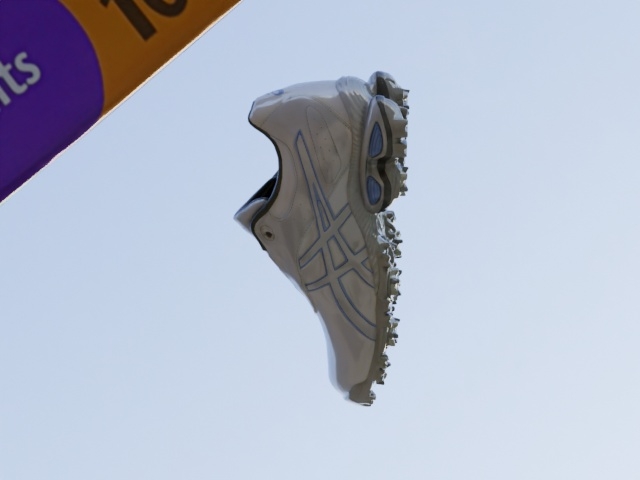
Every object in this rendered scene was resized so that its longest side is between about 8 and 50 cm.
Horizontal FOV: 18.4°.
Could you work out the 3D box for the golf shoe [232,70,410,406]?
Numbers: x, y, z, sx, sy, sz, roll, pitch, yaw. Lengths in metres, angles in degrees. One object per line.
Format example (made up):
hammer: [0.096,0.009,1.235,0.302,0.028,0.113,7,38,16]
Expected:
golf shoe: [0.000,0.000,0.977,0.086,0.069,0.176,0,-66,0]

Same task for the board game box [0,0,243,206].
board game box: [-0.195,-0.187,0.648,0.356,0.356,0.356,53,-38,-11]
